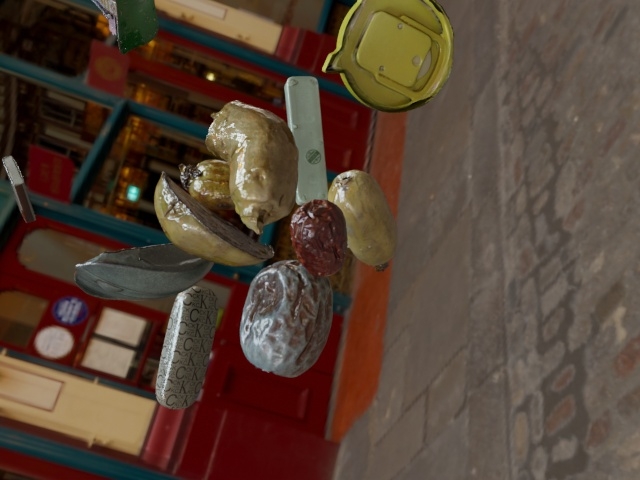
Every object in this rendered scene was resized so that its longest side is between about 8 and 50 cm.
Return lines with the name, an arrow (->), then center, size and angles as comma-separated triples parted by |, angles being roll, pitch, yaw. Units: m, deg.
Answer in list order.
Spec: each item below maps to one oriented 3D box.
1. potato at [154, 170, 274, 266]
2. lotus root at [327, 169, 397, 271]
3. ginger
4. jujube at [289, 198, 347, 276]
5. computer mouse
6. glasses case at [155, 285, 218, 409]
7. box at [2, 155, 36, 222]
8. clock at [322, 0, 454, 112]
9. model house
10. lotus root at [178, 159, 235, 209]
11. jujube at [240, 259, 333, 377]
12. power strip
potato -> -0.213, 0.001, 1.384 | 0.100, 0.261, 0.120 | -46, 23, 16
lotus root -> 0.127, -0.042, 2.035 | 0.342, 0.152, 0.169 | 61, -177, -36
ginger -> -0.109, -0.133, 1.360 | 0.138, 0.152, 0.267 | 71, 179, -63
jujube -> 0.000, 0.000, 1.540 | 0.109, 0.112, 0.176 | -92, -6, -47
computer mouse -> -0.407, 0.082, 1.833 | 0.203, 0.374, 0.114 | -25, 78, 45
glasses case -> -0.377, 0.304, 2.159 | 0.085, 0.137, 0.354 | 12, 90, 43
box -> -0.866, -0.146, 2.189 | 0.115, 0.036, 0.177 | 56, 156, 27
clock -> 0.162, -0.432, 1.718 | 0.277, 0.294, 0.071 | -60, 25, 4
model house -> -0.418, -0.498, 1.614 | 0.117, 0.088, 0.167 | -44, -23, -32
lotus root -> -0.324, -0.182, 2.548 | 0.141, 0.314, 0.169 | 89, -166, -59
jujube -> -0.082, 0.194, 2.001 | 0.247, 0.215, 0.307 | 20, 88, 49
power strip -> -0.039, -0.268, 2.137 | 0.062, 0.091, 0.384 | 151, 115, -75
